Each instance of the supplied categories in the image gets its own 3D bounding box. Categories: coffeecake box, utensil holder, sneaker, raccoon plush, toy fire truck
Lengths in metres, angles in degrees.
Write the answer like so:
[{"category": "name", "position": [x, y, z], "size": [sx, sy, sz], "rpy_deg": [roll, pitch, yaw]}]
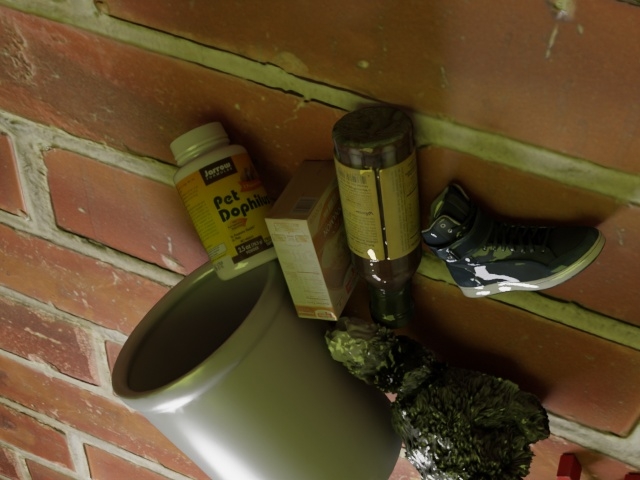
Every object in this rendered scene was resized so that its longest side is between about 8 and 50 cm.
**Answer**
[{"category": "coffeecake box", "position": [0.000, 0.000, 1.131], "size": [0.068, 0.142, 0.185], "rpy_deg": [3, 131, 25]}, {"category": "utensil holder", "position": [-0.088, 0.251, 1.285], "size": [0.327, 0.327, 0.385], "rpy_deg": [-19, 121, 39]}, {"category": "sneaker", "position": [0.240, -0.011, 1.033], "size": [0.226, 0.086, 0.163], "rpy_deg": [-19, 121, 40]}, {"category": "raccoon plush", "position": [0.154, 0.349, 1.208], "size": [0.446, 0.299, 0.216], "rpy_deg": [25, 151, -10]}, {"category": "toy fire truck", "position": [0.497, 0.446, 1.339], "size": [0.135, 0.047, 0.192], "rpy_deg": [-11, 124, 35]}]

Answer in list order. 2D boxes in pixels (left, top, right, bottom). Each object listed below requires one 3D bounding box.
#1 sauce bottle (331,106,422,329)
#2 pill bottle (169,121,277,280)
[{"category": "sauce bottle", "position": [0.086, -0.017, 1.093], "size": [0.111, 0.111, 0.344], "rpy_deg": [10, 132, 21]}, {"category": "pill bottle", "position": [-0.137, -0.058, 1.137], "size": [0.117, 0.117, 0.215], "rpy_deg": [-26, 89, 42]}]
